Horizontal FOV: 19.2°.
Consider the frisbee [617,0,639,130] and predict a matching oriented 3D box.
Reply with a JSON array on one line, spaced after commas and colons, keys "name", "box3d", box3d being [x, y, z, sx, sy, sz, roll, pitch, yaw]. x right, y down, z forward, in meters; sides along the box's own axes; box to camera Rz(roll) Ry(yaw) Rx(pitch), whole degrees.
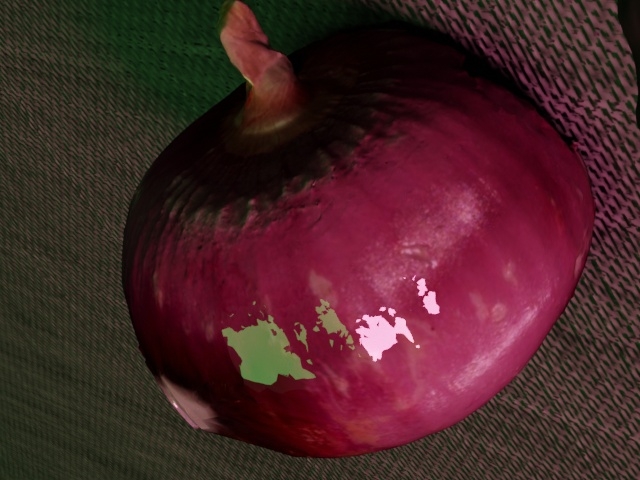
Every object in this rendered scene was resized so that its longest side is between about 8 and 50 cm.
[{"name": "frisbee", "box3d": [0.080, -0.147, 0.558, 0.211, 0.012, 0.187, -120, 30, -41]}]

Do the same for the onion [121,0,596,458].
[{"name": "onion", "box3d": [0.006, 0.010, 0.826, 0.207, 0.200, 0.200, 24, 151, 27]}]
